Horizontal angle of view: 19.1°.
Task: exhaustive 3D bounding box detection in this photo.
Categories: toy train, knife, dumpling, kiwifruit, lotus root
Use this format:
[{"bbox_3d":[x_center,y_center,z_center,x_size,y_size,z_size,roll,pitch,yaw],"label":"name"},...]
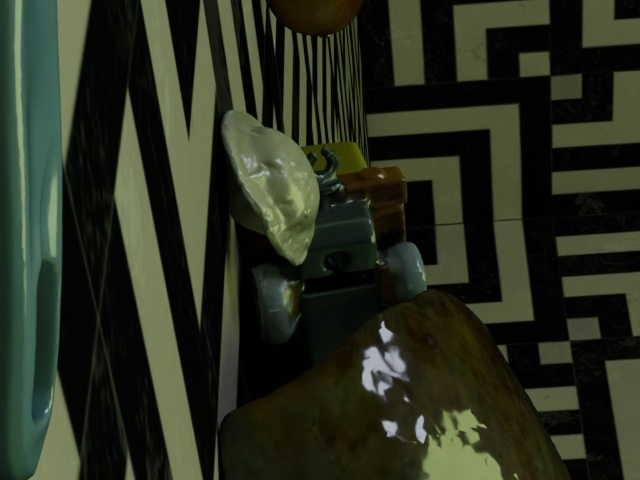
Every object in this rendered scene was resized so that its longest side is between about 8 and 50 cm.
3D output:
[{"bbox_3d":[0.006,0.037,1.011,0.127,0.089,0.219,-108,-170,-59],"label":"toy train"},{"bbox_3d":[-0.057,-0.103,0.353,0.044,0.019,0.313,-78,171,-81],"label":"knife"},{"bbox_3d":[-0.027,-0.027,0.904,0.059,0.043,0.077,11,78,-64],"label":"dumpling"},{"bbox_3d":[-0.006,-0.186,1.172,0.075,0.075,0.124,46,38,-85],"label":"kiwifruit"},{"bbox_3d":[0.046,0.189,0.876,0.142,0.210,0.314,176,-103,-82],"label":"lotus root"}]
